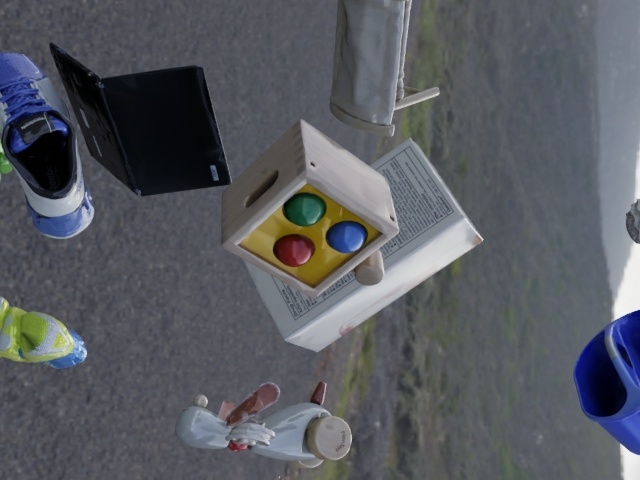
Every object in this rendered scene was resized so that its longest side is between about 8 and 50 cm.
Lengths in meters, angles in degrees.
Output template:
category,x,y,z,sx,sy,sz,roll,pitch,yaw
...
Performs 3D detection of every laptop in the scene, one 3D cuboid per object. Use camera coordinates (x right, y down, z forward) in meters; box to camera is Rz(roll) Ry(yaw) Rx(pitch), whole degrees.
category,x,y,z,sx,sy,sz,roll,pitch,yaw
laptop,-0.295,-0.205,1.398,0.136,0.264,0.234,-33,137,-24

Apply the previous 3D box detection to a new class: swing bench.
category,x,y,z,sx,sy,sz,roll,pitch,yaw
swing bench,0.111,-0.357,1.522,0.255,0.165,0.253,-43,145,-52

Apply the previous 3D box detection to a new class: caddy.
category,x,y,z,sx,sy,sz,roll,pitch,yaw
caddy,0.655,0.276,1.773,0.179,0.241,0.341,44,21,-10

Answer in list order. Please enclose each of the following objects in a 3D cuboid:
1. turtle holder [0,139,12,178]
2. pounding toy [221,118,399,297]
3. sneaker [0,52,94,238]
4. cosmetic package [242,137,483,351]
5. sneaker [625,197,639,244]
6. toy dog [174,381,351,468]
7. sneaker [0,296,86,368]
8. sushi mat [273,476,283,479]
category,x,y,z,sx,sy,sz,roll,pitch,yaw
turtle holder,-0.648,-0.169,1.421,0.320,0.243,0.227,-22,74,-50
pounding toy,-0.002,0.008,0.895,0.206,0.181,0.094,32,33,-31
sneaker,-0.434,-0.175,1.311,0.315,0.127,0.182,64,-20,14
cosmetic package,0.059,0.012,1.207,0.153,0.296,0.129,61,11,25
sneaker,0.594,-0.045,1.217,0.146,0.293,0.102,29,46,-55
toy dog,-0.092,0.326,1.606,0.334,0.220,0.161,27,57,-42
sneaker,-0.464,0.156,1.337,0.126,0.240,0.091,45,64,-51
sushi mat,-0.170,0.533,1.436,0.019,0.316,0.151,37,27,-32
